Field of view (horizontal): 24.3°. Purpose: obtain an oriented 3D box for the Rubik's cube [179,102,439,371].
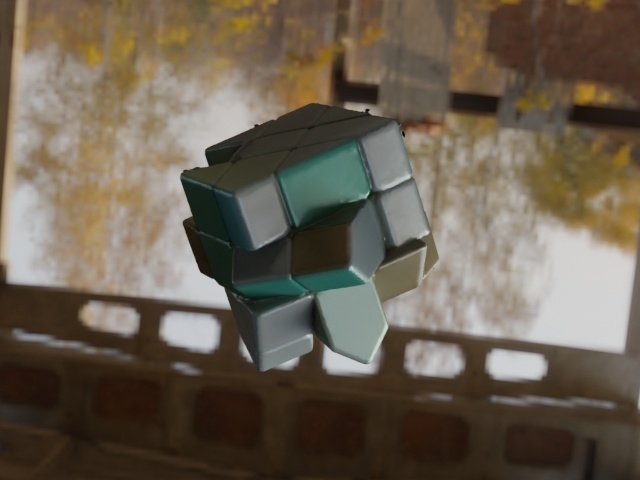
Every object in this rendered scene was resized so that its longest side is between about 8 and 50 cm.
[{"bbox_3d":[0.000,0.000,1.411,0.224,0.213,0.265,-24,-161,-19],"label":"Rubik's cube"}]
